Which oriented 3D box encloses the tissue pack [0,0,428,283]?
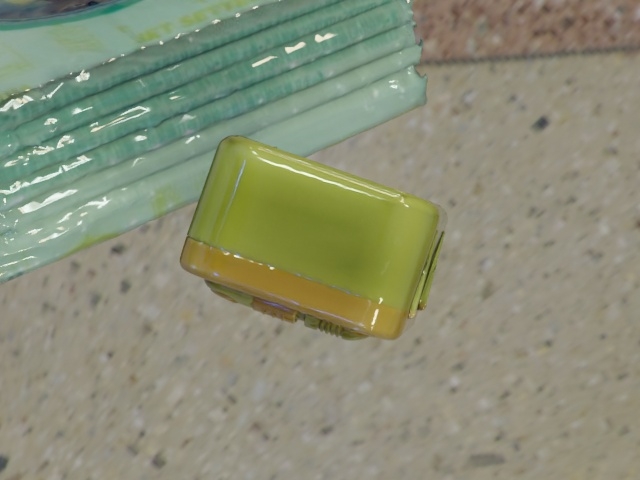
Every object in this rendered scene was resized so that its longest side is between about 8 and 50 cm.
[{"bbox_3d":[-0.155,-0.135,1.545,0.388,0.287,0.162,-24,121,-24],"label":"tissue pack"}]

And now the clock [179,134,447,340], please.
[{"bbox_3d":[0.000,0.000,1.219,0.143,0.202,0.096,17,92,6],"label":"clock"}]
